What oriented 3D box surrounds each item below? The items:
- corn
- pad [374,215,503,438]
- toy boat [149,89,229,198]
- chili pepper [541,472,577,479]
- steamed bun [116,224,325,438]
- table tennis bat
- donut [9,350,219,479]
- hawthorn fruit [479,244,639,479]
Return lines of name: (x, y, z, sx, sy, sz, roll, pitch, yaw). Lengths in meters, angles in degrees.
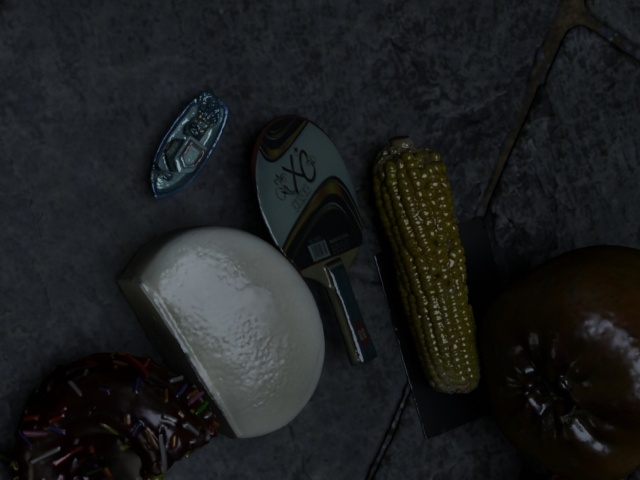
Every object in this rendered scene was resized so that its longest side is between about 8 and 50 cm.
corn: (0.130, 0.031, 1.639, 0.097, 0.097, 0.320, -16, 98, -22)
pad: (0.168, 0.107, 1.704, 0.163, 0.004, 0.243, -19, 96, -21)
toy boat: (-0.149, -0.105, 1.539, 0.059, 0.066, 0.140, 37, 77, -22)
chili pepper: (0.355, 0.429, 1.692, 0.305, 0.229, 0.251, 28, 109, -8)
steamed bun: (-0.097, 0.087, 1.515, 0.164, 0.146, 0.242, -34, 103, -16)
table tennis bat: (0.000, 0.000, 1.581, 0.173, 0.022, 0.301, -21, 92, -51)
donut: (-0.226, 0.231, 1.441, 0.216, 0.096, 0.230, 33, 105, 0)
hawthorn fruit: (0.344, 0.130, 1.638, 0.301, 0.267, 0.268, -35, 104, -48)
